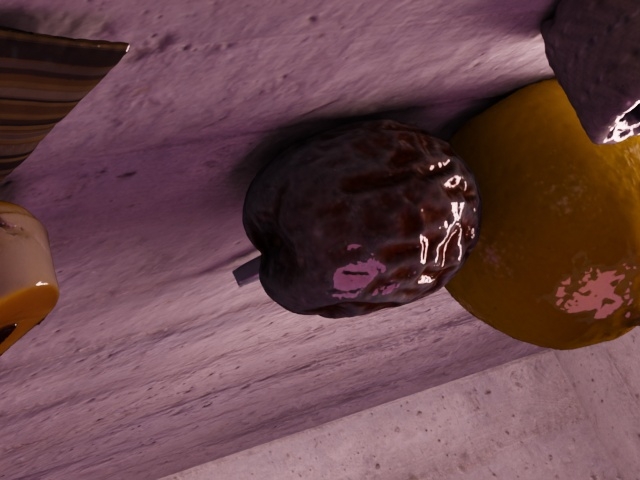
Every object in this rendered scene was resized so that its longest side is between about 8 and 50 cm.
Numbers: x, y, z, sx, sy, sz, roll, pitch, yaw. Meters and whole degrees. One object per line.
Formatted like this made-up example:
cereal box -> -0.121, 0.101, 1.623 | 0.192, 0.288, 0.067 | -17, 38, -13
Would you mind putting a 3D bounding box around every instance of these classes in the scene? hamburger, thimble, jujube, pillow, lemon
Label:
hamburger -> -0.391, 0.062, 1.399 | 0.295, 0.151, 0.227 | -40, 165, 27
thimble -> 0.386, -0.235, 1.649 | 0.245, 0.157, 0.217 | -34, 165, 27
jujube -> 0.059, -0.020, 1.701 | 0.308, 0.215, 0.246 | -16, 162, -36
pillow -> -0.294, -0.110, 1.173 | 0.212, 0.052, 0.208 | -40, 157, 32
lemon -> 0.320, -0.015, 1.900 | 0.364, 0.364, 0.364 | -24, 164, -7

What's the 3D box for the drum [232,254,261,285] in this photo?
drum -> 0.003, -0.008, 1.952 | 0.253, 0.049, 0.130 | -21, 163, -18
